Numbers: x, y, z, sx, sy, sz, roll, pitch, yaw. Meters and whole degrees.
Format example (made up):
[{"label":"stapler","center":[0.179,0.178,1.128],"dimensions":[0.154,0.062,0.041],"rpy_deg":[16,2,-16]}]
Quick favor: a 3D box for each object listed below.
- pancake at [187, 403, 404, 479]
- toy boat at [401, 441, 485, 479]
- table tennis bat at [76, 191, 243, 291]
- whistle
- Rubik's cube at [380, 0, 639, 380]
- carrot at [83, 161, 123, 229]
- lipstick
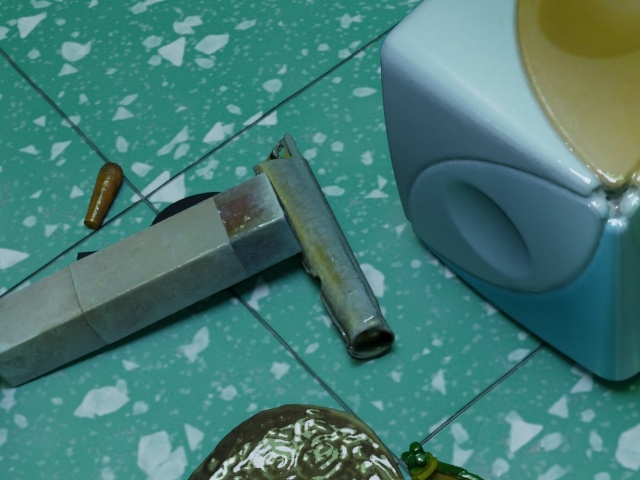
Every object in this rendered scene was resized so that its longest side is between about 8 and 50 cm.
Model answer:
[{"label":"pancake","center":[-0.028,0.277,1.437],"dimensions":[0.250,0.031,0.250],"rpy_deg":[-6,53,8]},{"label":"toy boat","center":[0.162,0.284,1.356],"dimensions":[0.089,0.088,0.229],"rpy_deg":[-37,54,-17]},{"label":"table tennis bat","center":[-0.177,0.009,1.679],"dimensions":[0.236,0.027,0.150],"rpy_deg":[-11,52,2]},{"label":"whistle","center":[0.001,0.000,1.624],"dimensions":[0.068,0.057,0.326],"rpy_deg":[-51,45,27]},{"label":"Rubik's cube","center":[0.297,-0.114,1.465],"dimensions":[0.347,0.351,0.352],"rpy_deg":[-39,58,-18]},{"label":"carrot","center":[-0.270,-0.058,1.747],"dimensions":[0.032,0.032,0.093],"rpy_deg":[7,58,17]},{"label":"lipstick","center":[-0.207,0.046,1.594],"dimensions":[0.371,0.076,0.079],"rpy_deg":[-25,52,2]}]
